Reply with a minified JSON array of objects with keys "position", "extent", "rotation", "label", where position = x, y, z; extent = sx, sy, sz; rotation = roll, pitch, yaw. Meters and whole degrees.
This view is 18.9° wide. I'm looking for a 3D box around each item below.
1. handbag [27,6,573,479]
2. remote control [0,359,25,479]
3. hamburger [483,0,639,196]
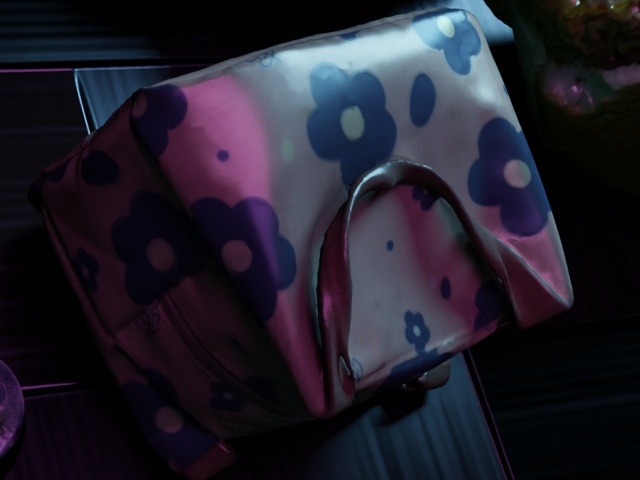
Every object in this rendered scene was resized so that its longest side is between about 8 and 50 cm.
[{"position":[0.000,0.000,1.033],"extent":[0.251,0.190,0.193],"rotation":[-18,82,-40],"label":"handbag"},{"position":[-0.268,0.110,0.899],"extent":[0.265,0.066,0.090],"rotation":[-10,54,-28],"label":"remote control"},{"position":[0.207,-0.135,1.221],"extent":[0.288,0.192,0.168],"rotation":[40,45,-54],"label":"hamburger"}]
